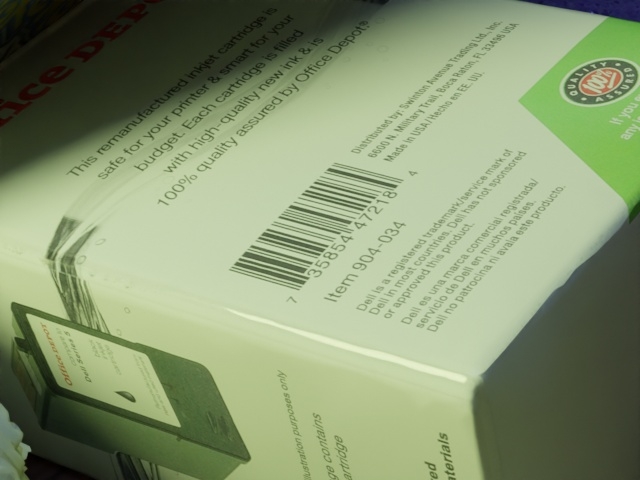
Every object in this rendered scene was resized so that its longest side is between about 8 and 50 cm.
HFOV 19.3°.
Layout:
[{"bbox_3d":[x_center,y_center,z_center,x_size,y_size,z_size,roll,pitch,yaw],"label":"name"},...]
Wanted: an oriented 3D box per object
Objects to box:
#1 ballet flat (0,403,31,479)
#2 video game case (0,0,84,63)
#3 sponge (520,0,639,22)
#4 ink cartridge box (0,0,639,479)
[{"bbox_3d":[-0.255,0.015,0.672,0.408,0.147,0.147,7,39,35],"label":"ballet flat"},{"bbox_3d":[-0.060,-0.157,0.726,0.300,0.036,0.329,-45,-2,11],"label":"video game case"},{"bbox_3d":[0.140,-0.082,0.824,0.210,0.031,0.117,3,38,20],"label":"sponge"},{"bbox_3d":[0.000,0.000,0.680,0.272,0.115,0.198,16,44,35],"label":"ink cartridge box"}]
